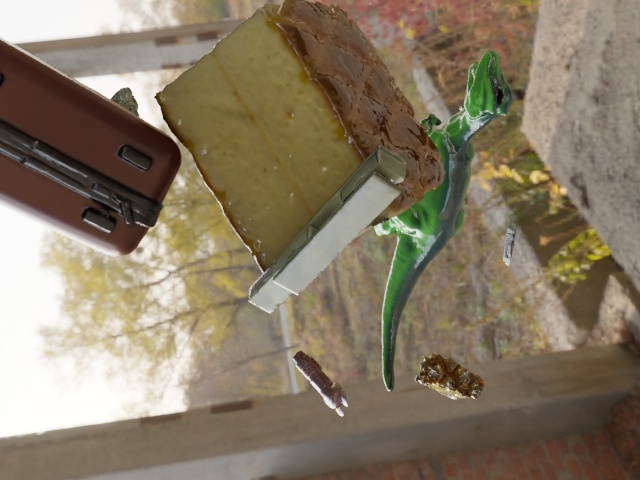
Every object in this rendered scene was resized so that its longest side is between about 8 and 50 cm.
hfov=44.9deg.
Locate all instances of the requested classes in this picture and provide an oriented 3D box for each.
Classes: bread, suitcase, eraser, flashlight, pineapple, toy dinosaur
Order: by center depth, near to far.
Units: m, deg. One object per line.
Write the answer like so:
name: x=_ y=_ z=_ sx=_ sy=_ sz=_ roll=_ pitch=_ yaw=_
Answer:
suitcase: x=-0.323 y=-0.118 z=0.908 sx=0.161 sy=0.297 sz=0.236 roll=-61 pitch=24 yaw=1
bread: x=-0.007 y=-0.128 z=0.964 sx=0.279 sy=0.207 sz=0.279 roll=59 pitch=-152 yaw=2
flashlight: x=0.003 y=0.201 z=1.112 sx=0.110 sy=0.031 sz=0.052 roll=46 pitch=149 yaw=22
toy dinosaur: x=0.211 y=-0.014 z=1.291 sx=0.374 sy=0.144 sz=0.500 roll=144 pitch=131 yaw=-63
eraser: x=0.378 y=0.006 z=1.546 sx=0.027 sy=0.019 sz=0.099 roll=-60 pitch=-24 yaw=-47
pineapple: x=0.264 y=0.284 z=1.547 sx=0.069 sy=0.137 sz=0.116 roll=-57 pitch=-36 yaw=-15

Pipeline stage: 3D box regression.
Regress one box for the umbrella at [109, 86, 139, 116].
umbrella: x=-0.378 y=-0.254 z=1.485 sx=0.143 sy=0.062 sz=0.067 roll=-121 pitch=43 yaw=-58

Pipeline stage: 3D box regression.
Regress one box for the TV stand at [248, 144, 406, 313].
TV stand: x=0.000 y=0.000 z=0.816 sx=0.249 sy=0.036 sz=0.042 roll=-46 pitch=25 yaw=35
